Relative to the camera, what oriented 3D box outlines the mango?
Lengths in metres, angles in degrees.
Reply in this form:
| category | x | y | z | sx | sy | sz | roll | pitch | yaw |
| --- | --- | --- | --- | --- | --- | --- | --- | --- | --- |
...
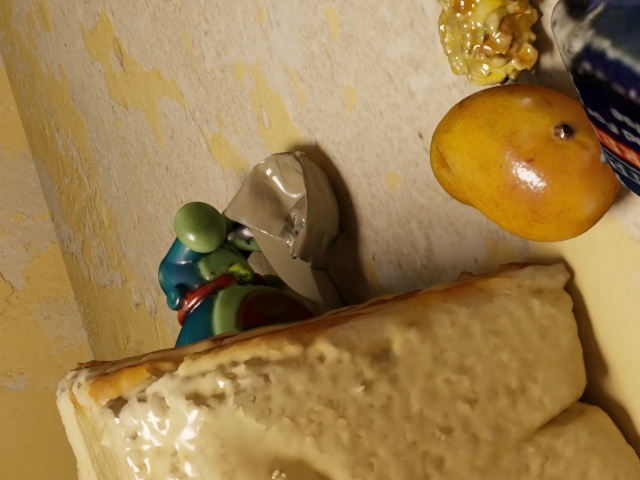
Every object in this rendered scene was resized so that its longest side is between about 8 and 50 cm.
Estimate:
| category | x | y | z | sx | sy | sz | roll | pitch | yaw |
| --- | --- | --- | --- | --- | --- | --- | --- | --- | --- |
| mango | 0.138 | -0.059 | 0.673 | 0.165 | 0.089 | 0.115 | 36 | 151 | 52 |

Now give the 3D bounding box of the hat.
| category | x | y | z | sx | sy | sz | roll | pitch | yaw |
| --- | --- | --- | --- | --- | --- | --- | --- | --- | --- |
| hat | 0.000 | 0.000 | 1.054 | 0.173 | 0.144 | 0.166 | 31 | -178 | -37 |

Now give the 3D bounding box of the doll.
| category | x | y | z | sx | sy | sz | roll | pitch | yaw |
| --- | --- | --- | --- | --- | --- | --- | --- | --- | --- |
| doll | -0.092 | 0.118 | 1.161 | 0.186 | 0.199 | 0.321 | -46 | 56 | 33 |

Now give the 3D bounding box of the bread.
| category | x | y | z | sx | sy | sz | roll | pitch | yaw |
| --- | --- | --- | --- | --- | --- | --- | --- | --- | --- |
| bread | 0.008 | 0.193 | 0.808 | 0.371 | 0.390 | 0.279 | 156 | 100 | -68 |

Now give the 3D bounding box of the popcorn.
| category | x | y | z | sx | sy | sz | roll | pitch | yaw |
| --- | --- | --- | --- | --- | --- | --- | --- | --- | --- |
| popcorn | 0.120 | -0.147 | 0.673 | 0.083 | 0.057 | 0.082 | 51 | 152 | 29 |

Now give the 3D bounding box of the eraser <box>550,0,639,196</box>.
| category | x | y | z | sx | sy | sz | roll | pitch | yaw |
| --- | --- | --- | --- | --- | --- | --- | --- | --- | --- |
| eraser | 0.248 | -0.016 | 0.406 | 0.332 | 0.101 | 0.155 | 46 | -179 | 41 |
